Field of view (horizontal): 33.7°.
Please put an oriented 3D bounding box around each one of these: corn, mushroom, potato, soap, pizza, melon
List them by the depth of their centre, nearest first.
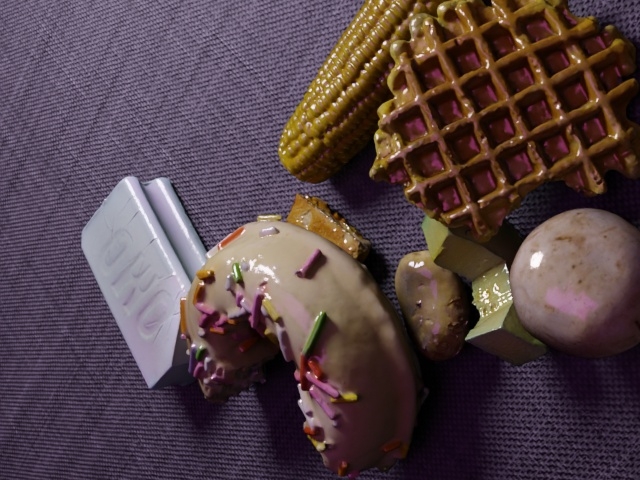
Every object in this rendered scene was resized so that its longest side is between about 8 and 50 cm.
[{"bbox_3d":[0.289,0.046,1.140,0.166,0.127,0.166,-6,74,21],"label":"mushroom"},{"bbox_3d":[0.197,0.046,1.225,0.064,0.118,0.209,-48,49,46],"label":"melon"},{"bbox_3d":[0.140,0.080,1.301,0.091,0.070,0.138,-22,75,45],"label":"potato"},{"bbox_3d":[0.067,-0.213,1.329,0.120,0.120,0.363,54,126,26],"label":"corn"},{"bbox_3d":[0.000,0.001,1.435,0.175,0.046,0.134,-5,90,41],"label":"pizza"},{"bbox_3d":[-0.250,0.063,1.621,0.173,0.095,0.289,-46,63,33],"label":"soap"}]

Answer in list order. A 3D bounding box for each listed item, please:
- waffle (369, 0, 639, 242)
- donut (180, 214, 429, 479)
[{"bbox_3d":[0.203,-0.139,1.177,0.301,0.058,0.281,-2,87,13],"label":"waffle"},{"bbox_3d":[-0.038,0.131,1.365,0.371,0.150,0.307,23,126,39],"label":"donut"}]
